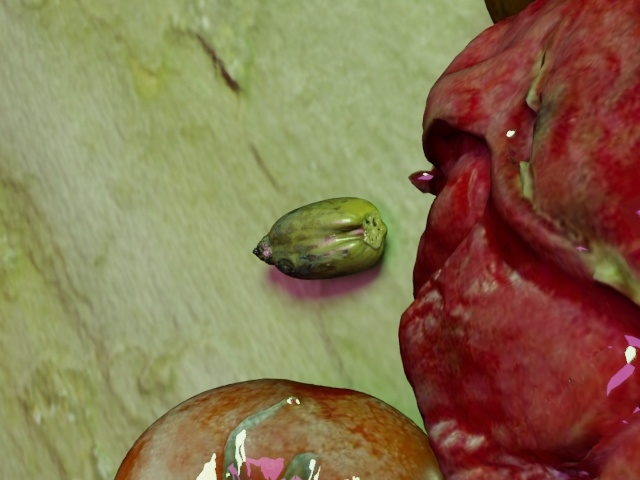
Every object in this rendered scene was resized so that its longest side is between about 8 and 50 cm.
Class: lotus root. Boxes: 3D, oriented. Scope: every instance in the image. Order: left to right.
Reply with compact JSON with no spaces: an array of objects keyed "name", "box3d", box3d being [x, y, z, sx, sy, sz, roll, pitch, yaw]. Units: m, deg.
[{"name":"lotus root","box3d":[0.000,0.000,0.799,0.099,0.049,0.054,-10,87,31]}]

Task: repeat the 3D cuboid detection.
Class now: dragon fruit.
[{"name":"dragon fruit","box3d":[0.192,0.009,0.436,0.329,0.329,0.329,-4,82,33]}]

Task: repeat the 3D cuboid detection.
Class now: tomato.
[{"name":"tomato","box3d":[-0.021,0.193,0.708,0.232,0.188,0.232,-6,56,9]}]

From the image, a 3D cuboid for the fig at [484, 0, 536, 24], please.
[{"name":"fig","box3d":[0.131,-0.146,0.608,0.191,0.290,0.190,20,120,39]}]
